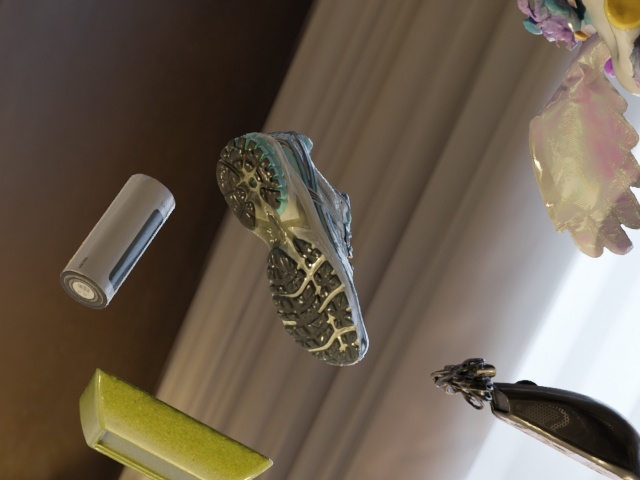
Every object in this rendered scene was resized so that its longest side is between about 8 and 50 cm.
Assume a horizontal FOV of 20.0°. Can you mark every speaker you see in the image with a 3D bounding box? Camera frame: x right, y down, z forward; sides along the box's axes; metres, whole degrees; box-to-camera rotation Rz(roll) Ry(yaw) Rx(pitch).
[{"bbox_3d":[-0.197,-0.001,1.770,0.055,0.055,0.136,27,-123,8],"label":"speaker"}]

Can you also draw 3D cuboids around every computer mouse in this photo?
[{"bbox_3d":[0.266,0.194,2.060,0.272,0.072,0.188,28,173,-3],"label":"computer mouse"}]

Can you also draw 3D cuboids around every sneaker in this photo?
[{"bbox_3d":[0.000,0.000,2.036,0.122,0.110,0.283,-22,-92,-45],"label":"sneaker"}]

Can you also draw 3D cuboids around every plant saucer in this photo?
[{"bbox_3d":[-0.153,0.202,1.762,0.188,0.045,0.188,29,162,-4],"label":"plant saucer"}]

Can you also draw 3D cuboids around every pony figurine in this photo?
[{"bbox_3d":[0.338,-0.198,1.890,0.363,0.302,0.351,85,160,-80],"label":"pony figurine"}]
